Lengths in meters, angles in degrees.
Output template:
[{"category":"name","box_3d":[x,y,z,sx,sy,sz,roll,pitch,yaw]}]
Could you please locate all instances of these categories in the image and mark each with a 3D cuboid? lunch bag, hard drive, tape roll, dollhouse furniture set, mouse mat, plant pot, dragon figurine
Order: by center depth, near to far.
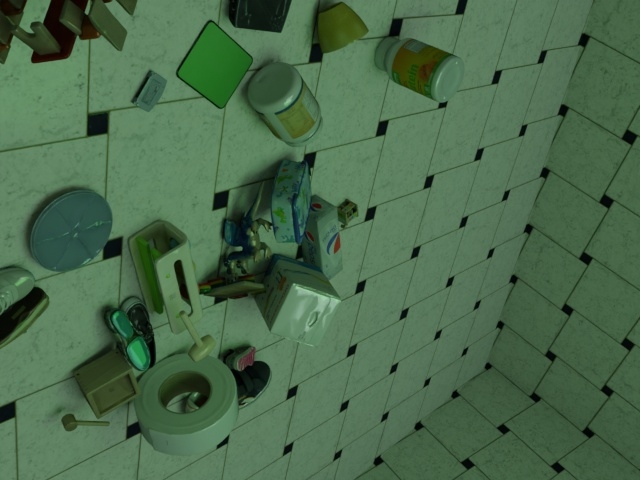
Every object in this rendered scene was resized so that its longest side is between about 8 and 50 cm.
[{"category":"dollhouse furniture set","box_3d":[-0.435,-0.417,1.273,0.135,0.261,0.259,51,44,-58]},{"category":"hard drive","box_3d":[-0.124,-0.612,1.680,0.172,0.054,0.255,-11,126,-48]},{"category":"mouse mat","box_3d":[-0.246,-0.410,1.735,0.153,0.007,0.189,-58,146,0]},{"category":"plant pot","box_3d":[0.045,-0.558,1.902,0.134,0.134,0.095,-39,115,-26]},{"category":"dragon figurine","box_3d":[-0.211,-0.023,2.028,0.085,0.144,0.289,-27,123,-48]},{"category":"tape roll","box_3d":[-0.371,0.451,2.044,0.286,0.286,0.100,-33,141,-32]},{"category":"lunch bag","box_3d":[-0.079,-0.107,2.051,0.219,0.090,0.176,-79,169,-48]}]

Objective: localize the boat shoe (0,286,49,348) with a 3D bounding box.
[{"category":"boat shoe","box_3d":[-0.675,0.191,1.627,0.190,0.068,0.072,-43,157,-22]}]

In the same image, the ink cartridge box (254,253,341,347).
[{"category":"ink cartridge box","box_3d":[-0.073,0.177,2.208,0.168,0.233,0.171,19,104,-24]}]

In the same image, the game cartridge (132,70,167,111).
[{"category":"game cartridge","box_3d":[-0.376,-0.328,1.625,0.083,0.017,0.056,-59,144,2]}]

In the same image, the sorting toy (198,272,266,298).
[{"category":"sorting toy","box_3d":[-0.244,0.126,2.090,0.274,0.132,0.046,22,55,-69]}]

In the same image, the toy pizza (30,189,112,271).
[{"category":"toy pizza","box_3d":[-0.553,-0.023,1.632,0.201,0.032,0.201,-34,140,-34]}]

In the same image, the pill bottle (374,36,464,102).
[{"category":"pill bottle","box_3d":[0.280,-0.504,2.129,0.136,0.245,0.136,-33,140,-33]}]

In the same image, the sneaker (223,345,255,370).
[{"category":"sneaker","box_3d":[-0.259,0.369,2.337,0.170,0.074,0.063,-21,119,-73]}]

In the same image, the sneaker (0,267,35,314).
[{"category":"sneaker","box_3d":[-0.693,0.137,1.528,0.228,0.092,0.088,-33,139,-35]}]

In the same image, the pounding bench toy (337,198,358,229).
[{"category":"pounding bench toy","box_3d":[0.089,-0.084,2.414,0.065,0.052,0.083,-39,143,-27]}]

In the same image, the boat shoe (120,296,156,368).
[{"category":"boat shoe","box_3d":[-0.471,0.251,1.934,0.080,0.076,0.229,-28,138,-38]}]

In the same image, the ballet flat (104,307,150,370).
[{"category":"ballet flat","box_3d":[-0.493,0.248,1.870,0.070,0.070,0.189,-34,116,-32]}]

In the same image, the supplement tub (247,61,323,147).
[{"category":"supplement tub","box_3d":[-0.085,-0.341,1.879,0.144,0.144,0.200,-52,148,-8]}]

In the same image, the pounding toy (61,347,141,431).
[{"category":"pounding toy","box_3d":[-0.584,0.402,1.908,0.206,0.094,0.181,-29,144,-23]}]

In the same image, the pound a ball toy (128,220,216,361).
[{"category":"pound a ball toy","box_3d":[-0.349,0.127,1.869,0.135,0.208,0.319,-35,141,-30]}]

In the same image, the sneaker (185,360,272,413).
[{"category":"sneaker","box_3d":[-0.284,0.470,2.323,0.321,0.126,0.128,-34,147,-29]}]

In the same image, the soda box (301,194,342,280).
[{"category":"soda box","box_3d":[0.000,0.000,2.327,0.091,0.098,0.286,-38,142,-28]}]
